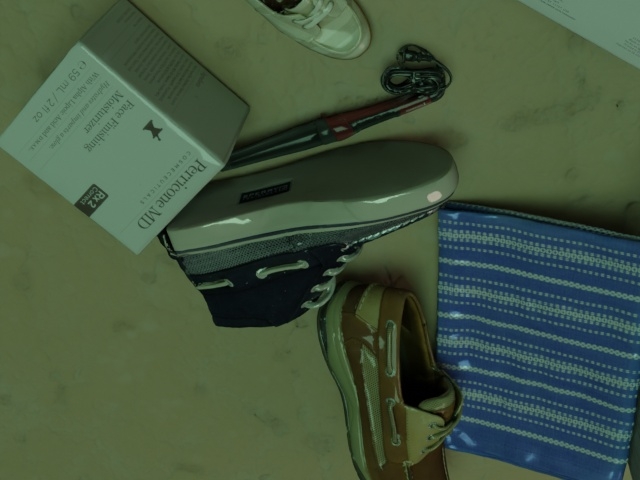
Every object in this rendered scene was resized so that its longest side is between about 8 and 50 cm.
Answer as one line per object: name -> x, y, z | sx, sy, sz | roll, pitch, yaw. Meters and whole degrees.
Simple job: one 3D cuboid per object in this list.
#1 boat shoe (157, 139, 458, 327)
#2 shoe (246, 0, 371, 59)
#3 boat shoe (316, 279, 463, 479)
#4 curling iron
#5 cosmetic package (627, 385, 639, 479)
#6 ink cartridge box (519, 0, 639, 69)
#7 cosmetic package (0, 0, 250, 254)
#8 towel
boat shoe -> 0.000, 0.000, 1.105 | 0.340, 0.127, 0.158 | -9, 124, 21
shoe -> -0.042, -0.251, 0.997 | 0.219, 0.058, 0.076 | 36, 117, -12
boat shoe -> 0.099, 0.196, 1.158 | 0.120, 0.122, 0.324 | -7, 114, 35
curling iron -> 0.010, -0.134, 1.068 | 0.274, 0.035, 0.068 | -22, 109, 17
cosmetic package -> 0.458, 0.102, 1.073 | 0.217, 0.156, 0.385 | 3, 117, 4
ink cartridge box -> 0.238, -0.327, 0.825 | 0.309, 0.130, 0.272 | 28, 143, -9
cosmetic package -> -0.198, -0.119, 1.035 | 0.184, 0.151, 0.151 | 40, 117, -14
towel -> 0.241, 0.128, 1.136 | 0.243, 0.040, 0.336 | 12, 122, 24
